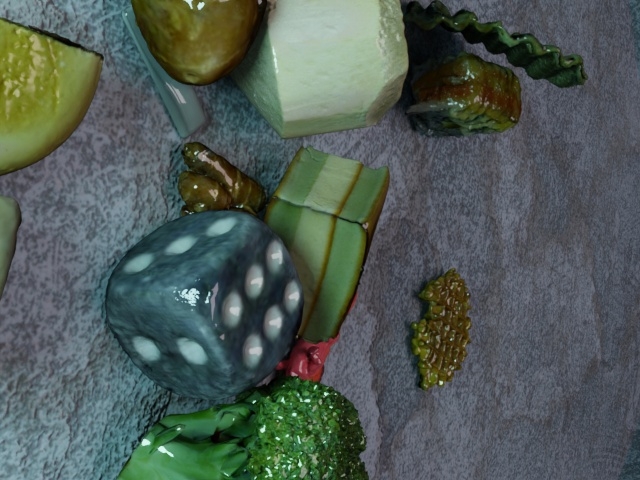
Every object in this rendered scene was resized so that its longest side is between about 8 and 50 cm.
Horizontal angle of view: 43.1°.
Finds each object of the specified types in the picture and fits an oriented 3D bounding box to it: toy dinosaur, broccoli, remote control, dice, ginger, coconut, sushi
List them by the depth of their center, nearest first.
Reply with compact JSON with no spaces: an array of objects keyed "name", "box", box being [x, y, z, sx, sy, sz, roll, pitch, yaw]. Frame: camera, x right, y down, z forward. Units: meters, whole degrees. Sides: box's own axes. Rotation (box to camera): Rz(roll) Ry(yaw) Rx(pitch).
[{"name":"ginger","box":[-0.148,-0.351,0.976,0.165,0.172,0.321,-3,89,-15]},{"name":"broccoli","box":[-0.088,0.330,1.002,0.321,0.310,0.413,0,130,-52]},{"name":"dice","box":[-0.141,0.078,1.014,0.182,0.183,0.181,-53,130,-41]},{"name":"remote control","box":[-0.197,-0.221,1.048,0.050,0.027,0.184,-53,131,-41]},{"name":"ginger","box":[-0.141,-0.057,1.102,0.162,0.073,0.103,37,49,-42]},{"name":"coconut","box":[-0.010,-0.264,1.142,0.239,0.244,0.239,172,-90,-86]},{"name":"toy dinosaur","box":[0.002,0.182,1.330,0.286,0.070,0.138,-53,142,-42]},{"name":"sushi","box":[0.271,-0.278,1.567,0.274,0.184,0.139,13,77,-49]}]

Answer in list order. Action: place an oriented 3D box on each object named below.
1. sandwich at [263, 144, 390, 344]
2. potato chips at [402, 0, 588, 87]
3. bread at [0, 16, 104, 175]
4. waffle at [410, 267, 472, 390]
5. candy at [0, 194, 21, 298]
[{"name":"sandwich","box":[0.000,0.000,1.211,0.198,0.155,0.227,-67,175,-56]},{"name":"potato chips","box":[0.327,-0.371,1.527,0.429,0.359,0.070,-47,161,-75]},{"name":"bread","box":[-0.342,-0.138,0.763,0.261,0.158,0.156,9,95,-55]},{"name":"waffle","box":[0.253,0.180,1.674,0.232,0.051,0.228,-32,117,-50]},{"name":"candy","box":[-0.425,0.010,0.660,0.321,0.135,0.179,20,75,-55]}]
